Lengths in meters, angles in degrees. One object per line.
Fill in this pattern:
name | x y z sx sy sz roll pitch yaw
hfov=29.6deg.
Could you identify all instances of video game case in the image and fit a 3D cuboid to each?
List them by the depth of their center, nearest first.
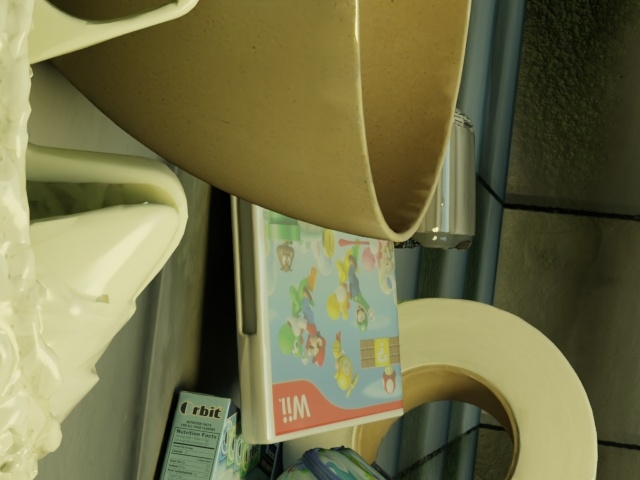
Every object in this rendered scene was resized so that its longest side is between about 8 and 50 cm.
video game case | 0.000 0.000 0.919 0.204 0.025 0.285 3 84 -59

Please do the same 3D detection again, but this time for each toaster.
toaster | 0.093 -0.064 1.258 0.227 0.129 0.146 1 91 -73

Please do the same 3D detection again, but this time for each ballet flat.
ballet flat | -0.105 -0.057 0.411 0.147 0.147 0.408 -33 127 -72

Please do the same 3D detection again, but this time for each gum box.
gum box | -0.082 0.216 0.859 0.157 0.041 0.184 64 36 -66

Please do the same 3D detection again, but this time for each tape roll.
tape roll | 0.111 0.198 1.120 0.100 0.286 0.286 65 34 -62

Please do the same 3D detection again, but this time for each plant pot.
plant pot | -0.039 -0.150 0.576 0.284 0.191 0.284 6 90 -76

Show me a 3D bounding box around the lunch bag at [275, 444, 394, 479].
lunch bag | 0.043 0.239 0.913 0.090 0.176 0.219 -46 165 -2
